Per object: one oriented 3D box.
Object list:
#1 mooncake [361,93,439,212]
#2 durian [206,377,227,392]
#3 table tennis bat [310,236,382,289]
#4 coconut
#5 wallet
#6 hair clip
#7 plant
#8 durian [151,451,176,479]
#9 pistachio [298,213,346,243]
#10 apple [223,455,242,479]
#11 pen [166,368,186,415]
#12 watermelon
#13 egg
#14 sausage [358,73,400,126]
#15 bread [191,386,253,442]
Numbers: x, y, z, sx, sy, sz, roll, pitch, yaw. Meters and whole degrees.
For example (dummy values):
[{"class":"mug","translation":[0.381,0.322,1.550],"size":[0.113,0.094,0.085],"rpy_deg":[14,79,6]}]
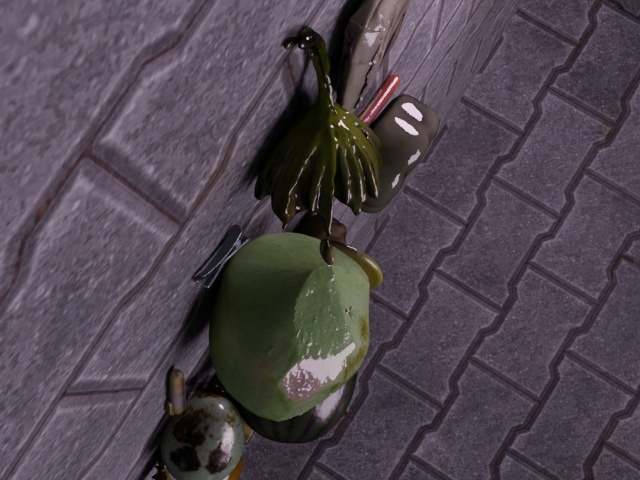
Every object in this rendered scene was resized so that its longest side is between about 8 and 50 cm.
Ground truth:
[{"class":"mooncake","translation":[0.138,-0.181,1.723],"size":[0.275,0.135,0.275],"rpy_deg":[-54,-177,4]},{"class":"durian","translation":[-0.177,0.390,1.948],"size":[0.237,0.138,0.193],"rpy_deg":[-39,152,19]},{"class":"table tennis bat","translation":[-0.007,0.076,1.829],"size":[0.368,0.224,0.054],"rpy_deg":[-34,-145,57]},{"class":"coconut","translation":[-0.050,0.138,1.407],"size":[0.328,0.281,0.328],"rpy_deg":[-55,174,-9]},{"class":"wallet","translation":[0.102,-0.336,1.283],"size":[0.275,0.068,0.335],"rpy_deg":[-57,174,-23]},{"class":"hair clip","translation":[-0.152,0.022,1.248],"size":[0.115,0.030,0.039],"rpy_deg":[-56,153,-32]},{"class":"plant","translation":[0.030,-0.168,1.168],"size":[0.251,0.180,0.333],"rpy_deg":[-65,177,-47]},{"class":"durian","translation":[-0.296,0.501,1.820],"size":[0.252,0.139,0.144],"rpy_deg":[-53,175,-39]},{"class":"pistachio","translation":[0.000,0.000,1.851],"size":[0.126,0.108,0.185],"rpy_deg":[-27,174,-5]},{"class":"apple","translation":[-0.275,0.544,2.000],"size":[0.182,0.182,0.155],"rpy_deg":[-47,165,-55]},{"class":"pen","translation":[-0.272,0.287,1.535],"size":[0.040,0.032,0.233],"rpy_deg":[-29,160,-21]},{"class":"watermelon","translation":[-0.059,0.247,1.743],"size":[0.279,0.279,0.359],"rpy_deg":[82,6,-78]},{"class":"egg","translation":[-0.238,0.406,1.689],"size":[0.169,0.169,0.231],"rpy_deg":[-47,164,-55]},{"class":"sausage","translation":[0.110,-0.275,1.724],"size":[0.223,0.029,0.029],"rpy_deg":[-55,172,-24]},{"class":"bread","translation":[-0.216,0.383,1.799],"size":[0.074,0.139,0.084],"rpy_deg":[-57,-145,19]}]
